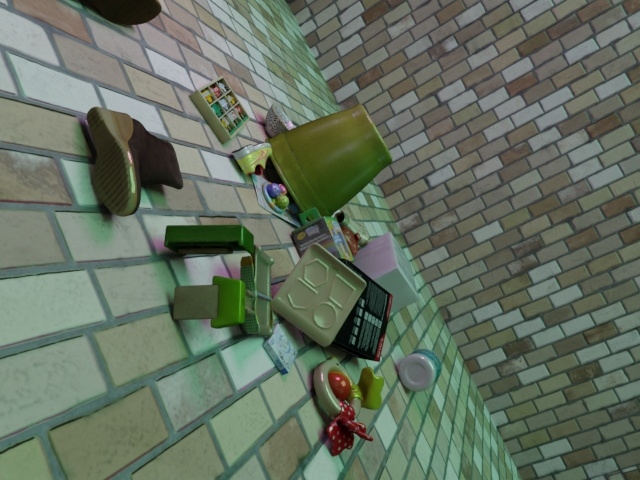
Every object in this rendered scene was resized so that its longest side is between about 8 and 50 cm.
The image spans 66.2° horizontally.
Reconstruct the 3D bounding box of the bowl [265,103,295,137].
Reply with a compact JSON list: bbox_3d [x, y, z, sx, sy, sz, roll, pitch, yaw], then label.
[{"bbox_3d":[-0.158,-0.431,1.878,0.170,0.080,0.170,48,16,-19],"label":"bowl"}]

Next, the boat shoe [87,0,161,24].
[{"bbox_3d":[-0.496,-0.598,1.114,0.110,0.121,0.341,65,19,5],"label":"boat shoe"}]

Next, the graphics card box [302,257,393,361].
[{"bbox_3d":[0.097,0.219,1.488,0.371,0.094,0.233,38,62,-54],"label":"graphics card box"}]

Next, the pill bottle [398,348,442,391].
[{"bbox_3d":[0.418,0.526,2.019,0.146,0.146,0.264,67,17,13],"label":"pill bottle"}]

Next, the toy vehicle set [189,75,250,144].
[{"bbox_3d":[-0.304,-0.411,1.526,0.166,0.035,0.267,56,19,-20],"label":"toy vehicle set"}]

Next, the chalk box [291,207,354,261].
[{"bbox_3d":[0.000,0.000,1.619,0.213,0.132,0.132,68,18,8],"label":"chalk box"}]

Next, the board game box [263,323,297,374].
[{"bbox_3d":[-0.095,0.257,1.167,0.090,0.020,0.090,60,18,-11],"label":"board game box"}]

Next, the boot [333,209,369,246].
[{"bbox_3d":[0.122,-0.069,2.161,0.165,0.077,0.213,41,8,-21],"label":"boot"}]

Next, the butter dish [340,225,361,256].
[{"bbox_3d":[0.105,0.006,1.937,0.160,0.118,0.160,58,18,-13],"label":"butter dish"}]

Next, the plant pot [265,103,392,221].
[{"bbox_3d":[0.049,-0.294,1.742,0.366,0.353,0.366,57,9,-14],"label":"plant pot"}]

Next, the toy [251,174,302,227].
[{"bbox_3d":[-0.128,-0.141,1.598,0.237,0.056,0.137,34,33,-57],"label":"toy"}]

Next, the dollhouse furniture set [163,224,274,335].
[{"bbox_3d":[-0.200,0.098,1.035,0.301,0.151,0.198,63,25,-75],"label":"dollhouse furniture set"}]

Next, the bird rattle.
[{"bbox_3d":[0.050,0.412,1.265,0.207,0.143,0.253,52,30,3],"label":"bird rattle"}]

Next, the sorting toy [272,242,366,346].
[{"bbox_3d":[-0.004,0.141,1.287,0.193,0.208,0.038,39,-18,-11],"label":"sorting toy"}]

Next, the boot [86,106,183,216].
[{"bbox_3d":[-0.333,-0.135,0.947,0.207,0.090,0.248,25,38,-60],"label":"boot"}]

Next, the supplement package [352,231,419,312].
[{"bbox_3d":[0.265,0.143,2.054,0.198,0.199,0.263,53,19,-28],"label":"supplement package"}]

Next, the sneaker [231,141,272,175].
[{"bbox_3d":[-0.203,-0.247,1.524,0.094,0.081,0.208,67,24,-7],"label":"sneaker"}]
